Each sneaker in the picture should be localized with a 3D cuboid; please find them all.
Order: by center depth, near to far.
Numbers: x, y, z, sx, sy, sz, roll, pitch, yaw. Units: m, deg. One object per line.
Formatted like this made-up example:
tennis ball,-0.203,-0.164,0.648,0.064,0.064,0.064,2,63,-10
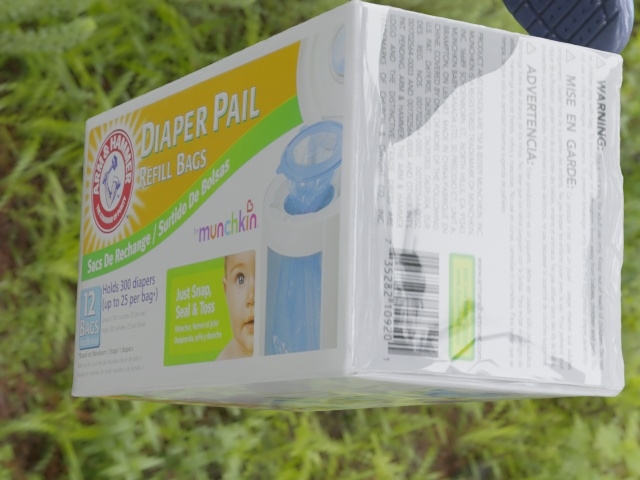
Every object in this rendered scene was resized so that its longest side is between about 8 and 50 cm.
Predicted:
sneaker,0.094,-0.139,0.696,0.059,0.053,0.144,-12,68,-48

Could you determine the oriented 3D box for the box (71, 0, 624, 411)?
box,0.000,0.000,0.573,0.103,0.203,0.114,7,79,-31
